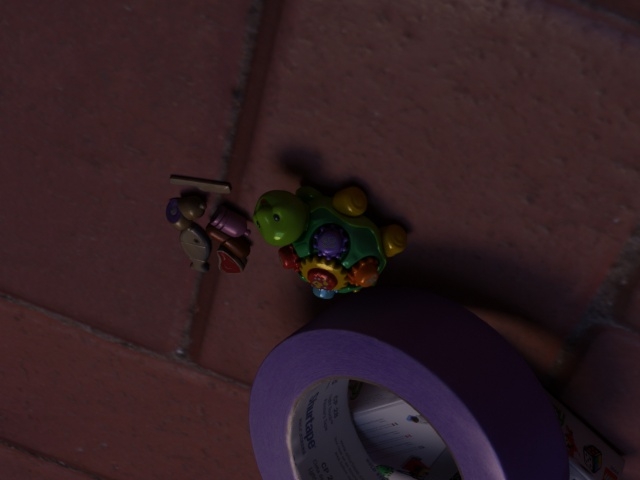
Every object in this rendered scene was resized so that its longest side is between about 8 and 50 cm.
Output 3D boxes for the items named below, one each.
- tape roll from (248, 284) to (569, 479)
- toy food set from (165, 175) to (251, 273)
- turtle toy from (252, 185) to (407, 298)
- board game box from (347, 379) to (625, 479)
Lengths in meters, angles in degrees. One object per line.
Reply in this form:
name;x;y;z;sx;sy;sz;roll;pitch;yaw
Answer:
tape roll;0.071;0.179;1.415;0.275;0.090;0.275;21;126;31
toy food set;-0.093;-0.005;1.421;0.078;0.019;0.122;8;143;20
turtle toy;0.000;0.000;1.334;0.130;0.066;0.095;42;141;-25
board game box;0.104;0.198;1.553;0.193;0.053;0.305;42;141;-24
